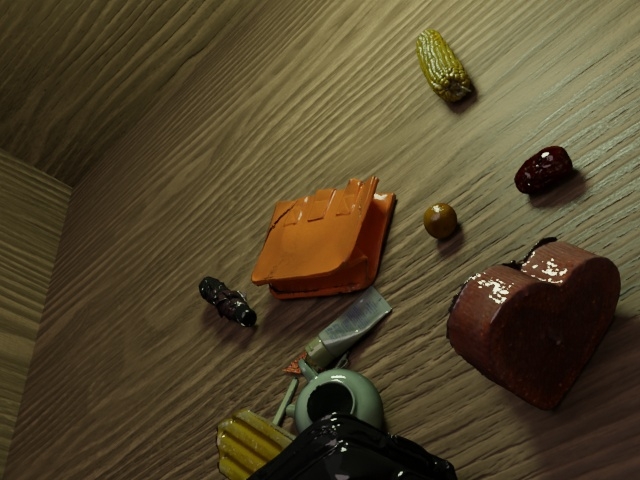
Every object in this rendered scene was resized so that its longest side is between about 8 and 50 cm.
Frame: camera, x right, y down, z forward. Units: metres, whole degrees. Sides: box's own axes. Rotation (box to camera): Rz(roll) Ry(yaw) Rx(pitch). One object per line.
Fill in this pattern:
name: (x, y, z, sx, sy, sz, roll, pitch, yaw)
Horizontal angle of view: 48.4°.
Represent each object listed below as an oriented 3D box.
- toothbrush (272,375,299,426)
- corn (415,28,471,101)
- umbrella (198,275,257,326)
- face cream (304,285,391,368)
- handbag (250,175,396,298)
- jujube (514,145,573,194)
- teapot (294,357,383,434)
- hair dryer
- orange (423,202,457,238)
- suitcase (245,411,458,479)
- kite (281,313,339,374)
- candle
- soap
toothbrush: (-0.119, 0.470, 1.754, 0.026, 0.028, 0.294, 12, 72, 37)
corn: (0.318, -0.467, 1.904, 0.101, 0.101, 0.310, -42, 39, 22)
umbrella: (-0.283, 0.183, 2.140, 0.326, 0.094, 0.090, 26, 99, 57)
face cream: (0.068, 0.212, 1.716, 0.224, 0.070, 0.114, -41, 35, 1)
handbag: (0.000, 0.000, 1.918, 0.410, 0.116, 0.304, -10, 52, 47)
jujube: (0.463, -0.145, 1.488, 0.129, 0.077, 0.077, -37, 38, 42)
teapot: (0.036, 0.364, 1.514, 0.193, 0.129, 0.294, -38, 58, -5)
hair dryer: (-0.013, 0.360, 1.700, 0.167, 0.067, 0.199, -24, 35, 47)
orange: (0.275, -0.044, 1.638, 0.085, 0.085, 0.085, -32, 41, 33)
suitcase: (0.063, 0.470, 1.240, 0.339, 0.345, 0.188, -44, 32, 22)
kite: (-0.009, 0.297, 1.776, 0.222, 0.008, 0.125, -46, 36, 16)
candle: (0.370, 0.162, 1.207, 0.131, 0.316, 0.287, 31, 129, 53)
soap: (-0.150, 0.503, 1.680, 0.257, 0.080, 0.160, 18, 76, 44)
